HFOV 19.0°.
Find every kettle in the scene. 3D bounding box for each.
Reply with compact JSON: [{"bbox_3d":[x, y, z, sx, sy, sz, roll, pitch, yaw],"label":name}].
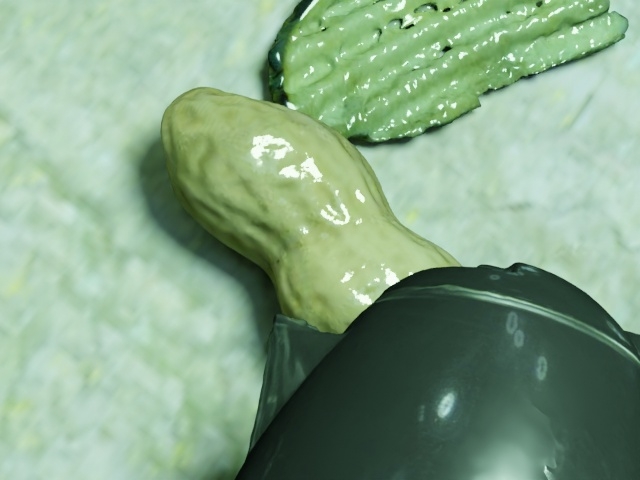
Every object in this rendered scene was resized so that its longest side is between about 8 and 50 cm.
[{"bbox_3d":[0.077,0.156,0.765,0.268,0.207,0.290,19,69,1],"label":"kettle"}]

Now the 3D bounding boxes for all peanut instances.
[{"bbox_3d":[0.000,0.000,0.882,0.082,0.082,0.187,-39,86,-26],"label":"peanut"}]

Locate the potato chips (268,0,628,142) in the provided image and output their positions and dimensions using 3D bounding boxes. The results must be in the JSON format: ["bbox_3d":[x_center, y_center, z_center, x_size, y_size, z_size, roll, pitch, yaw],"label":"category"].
[{"bbox_3d":[0.062,-0.107,0.966,0.207,0.028,0.092,-24,82,-22],"label":"potato chips"}]
